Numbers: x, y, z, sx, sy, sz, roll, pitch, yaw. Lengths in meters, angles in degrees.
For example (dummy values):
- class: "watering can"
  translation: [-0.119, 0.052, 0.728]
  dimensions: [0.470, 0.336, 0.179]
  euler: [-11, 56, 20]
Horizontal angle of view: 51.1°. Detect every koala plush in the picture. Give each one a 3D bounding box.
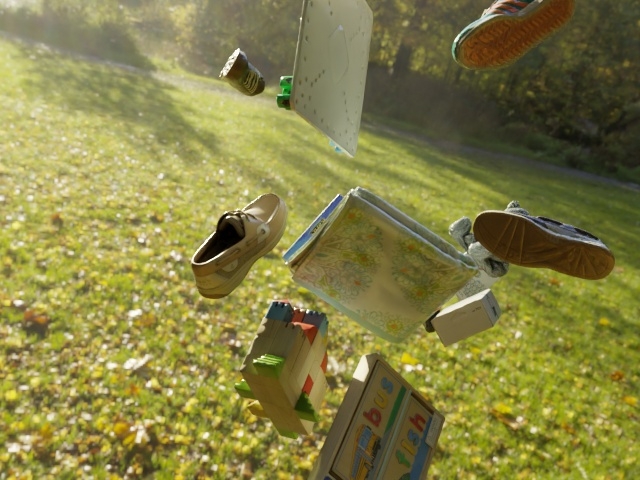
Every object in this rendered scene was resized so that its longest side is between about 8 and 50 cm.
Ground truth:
- class: "koala plush"
  translation: [0.546, -0.015, 2.014]
  dimensions: [0.203, 0.221, 0.196]
  euler: [41, 9, -33]

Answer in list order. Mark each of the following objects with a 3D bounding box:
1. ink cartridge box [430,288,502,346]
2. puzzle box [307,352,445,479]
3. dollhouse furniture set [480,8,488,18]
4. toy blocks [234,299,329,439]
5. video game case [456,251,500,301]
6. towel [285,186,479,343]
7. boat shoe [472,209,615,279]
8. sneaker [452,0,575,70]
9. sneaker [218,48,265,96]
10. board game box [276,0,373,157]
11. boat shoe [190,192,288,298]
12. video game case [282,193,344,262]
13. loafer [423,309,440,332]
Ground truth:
- class: "ink cartridge box"
  translation: [0.379, 0.196, 1.724]
  dimensions: [0.140, 0.082, 0.191]
  euler: [-27, -5, 21]
- class: "puzzle box"
  translation: [0.125, 0.491, 1.493]
  dimensions: [0.272, 0.052, 0.408]
  euler: [44, 51, -19]
- class: "dollhouse furniture set"
  translation: [0.539, -0.613, 1.573]
  dimensions: [0.174, 0.303, 0.355]
  euler: [21, 20, -8]
- class: "toy blocks"
  translation: [-0.060, 0.283, 1.619]
  dimensions: [0.191, 0.381, 0.260]
  euler: [7, 53, 22]
- class: "video game case"
  translation: [0.508, 0.123, 2.270]
  dimensions: [0.143, 0.157, 0.019]
  euler: [50, -11, 0]
- class: "towel"
  translation: [0.140, 0.071, 1.634]
  dimensions: [0.375, 0.320, 0.090]
  euler: [32, 40, -10]
- class: "boat shoe"
  translation: [0.459, 0.002, 1.387]
  dimensions: [0.285, 0.102, 0.092]
  euler: [16, 23, 13]
- class: "sneaker"
  translation: [0.375, -0.434, 1.376]
  dimensions: [0.302, 0.108, 0.121]
  euler: [-28, 30, -19]
- class: "sneaker"
  translation: [-0.144, -0.322, 1.307]
  dimensions: [0.086, 0.064, 0.192]
  euler: [29, 3, -17]
- class: "board game box"
  translation: [0.021, -0.430, 1.548]
  dimensions: [0.050, 0.389, 0.390]
  euler: [5, -7, 23]
- class: "boat shoe"
  translation: [-0.180, -0.015, 1.550]
  dimensions: [0.122, 0.110, 0.341]
  euler: [6, 42, 26]
- class: "video game case"
  translation: [0.000, 0.000, 2.151]
  dimensions: [0.061, 0.269, 0.244]
  euler: [41, -8, 12]
- class: "loafer"
  translation: [0.369, 0.204, 2.267]
  dimensions: [0.076, 0.223, 0.078]
  euler: [6, -25, -10]
